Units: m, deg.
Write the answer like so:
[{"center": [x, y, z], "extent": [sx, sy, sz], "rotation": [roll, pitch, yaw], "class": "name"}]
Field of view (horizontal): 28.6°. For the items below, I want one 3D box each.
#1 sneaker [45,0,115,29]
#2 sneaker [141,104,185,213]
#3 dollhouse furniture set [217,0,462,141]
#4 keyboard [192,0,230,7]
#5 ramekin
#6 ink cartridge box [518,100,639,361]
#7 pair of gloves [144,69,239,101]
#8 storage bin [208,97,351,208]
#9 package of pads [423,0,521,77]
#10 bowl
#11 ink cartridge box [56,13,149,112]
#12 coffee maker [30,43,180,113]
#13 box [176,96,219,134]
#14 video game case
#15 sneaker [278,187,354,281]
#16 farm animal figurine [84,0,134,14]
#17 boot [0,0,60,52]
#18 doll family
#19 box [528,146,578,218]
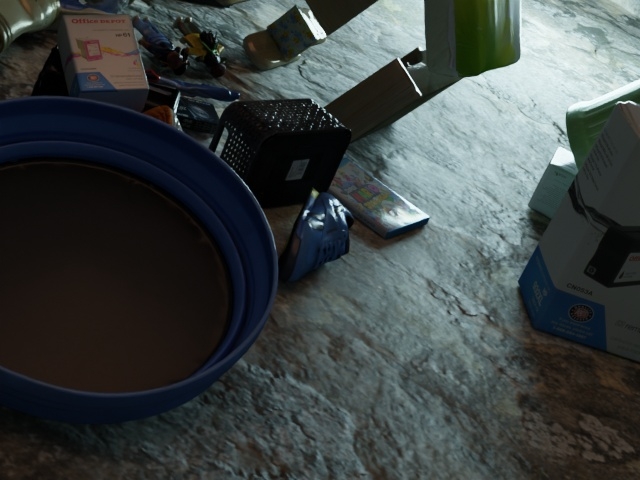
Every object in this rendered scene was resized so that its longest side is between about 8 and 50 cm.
[{"center": [-0.367, -0.352, 1.929], "extent": [0.152, 0.058, 0.084], "rotation": [6, 40, -19], "class": "sneaker"}, {"center": [-0.173, -0.043, 1.508], "extent": [0.121, 0.099, 0.262], "rotation": [49, 27, -41], "class": "sneaker"}, {"center": [0.031, -0.371, 1.992], "extent": [0.394, 0.362, 0.256], "rotation": [58, 30, -1], "class": "dollhouse furniture set"}, {"center": [-0.300, -0.526, 2.326], "extent": [0.201, 0.033, 0.317], "rotation": [3, 33, -35], "class": "keyboard"}, {"center": [0.531, -0.114, 1.997], "extent": [0.303, 0.148, 0.303], "rotation": [42, 33, -35], "class": "ramekin"}, {"center": [0.441, -0.002, 1.700], "extent": [0.223, 0.307, 0.129], "rotation": [19, 27, -11], "class": "ink cartridge box"}, {"center": [-0.219, -0.226, 1.787], "extent": [0.159, 0.023, 0.198], "rotation": [11, 4, -44], "class": "pair of gloves"}, {"center": [-0.059, -0.118, 1.699], "extent": [0.180, 0.122, 0.084], "rotation": [-8, 42, -47], "class": "storage bin"}, {"center": [0.233, -0.404, 1.914], "extent": [0.101, 0.296, 0.229], "rotation": [3, 12, 24], "class": "package of pads"}, {"center": [-0.238, 0.015, 1.266], "extent": [0.391, 0.077, 0.391], "rotation": [12, 45, -13], "class": "bowl"}, {"center": [-0.272, -0.221, 1.562], "extent": [0.088, 0.052, 0.122], "rotation": [-5, 60, -24], "class": "ink cartridge box"}, {"center": [-0.283, -0.161, 1.627], "extent": [0.178, 0.120, 0.171], "rotation": [20, 52, -7], "class": "coffee maker"}, {"center": [-0.190, -0.184, 1.821], "extent": [0.083, 0.018, 0.067], "rotation": [11, 30, -25], "class": "box"}, {"center": [0.065, -0.064, 1.822], "extent": [0.166, 0.015, 0.119], "rotation": [37, 30, 22], "class": "video game case"}, {"center": [0.000, 0.000, 1.599], "extent": [0.082, 0.069, 0.209], "rotation": [28, 27, -2], "class": "sneaker"}, {"center": [-0.239, -0.502, 2.073], "extent": [0.172, 0.330, 0.327], "rotation": [48, 14, -27], "class": "farm animal figurine"}, {"center": [-0.523, -0.352, 1.771], "extent": [0.262, 0.095, 0.203], "rotation": [29, 28, -1], "class": "boot"}, {"center": [-0.213, -0.296, 1.946], "extent": [0.193, 0.076, 0.111], "rotation": [-13, 56, -42], "class": "doll family"}, {"center": [0.408, -0.083, 2.058], "extent": [0.102, 0.087, 0.101], "rotation": [29, 27, 6], "class": "box"}]
